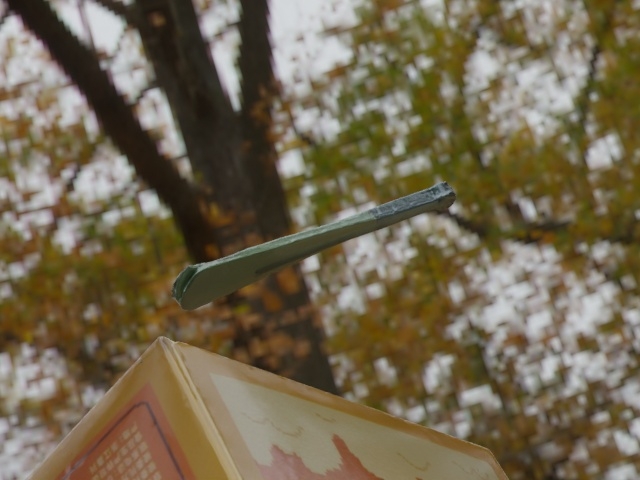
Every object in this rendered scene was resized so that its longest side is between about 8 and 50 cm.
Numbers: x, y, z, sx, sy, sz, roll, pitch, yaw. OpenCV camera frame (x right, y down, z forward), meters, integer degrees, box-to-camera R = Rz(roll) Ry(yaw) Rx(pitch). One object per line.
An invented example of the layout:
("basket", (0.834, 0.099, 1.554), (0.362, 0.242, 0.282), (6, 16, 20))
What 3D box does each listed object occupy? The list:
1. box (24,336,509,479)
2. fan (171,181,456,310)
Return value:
("box", (-0.039, 0.236, 0.875), (0.283, 0.214, 0.259), (-45, -42, 20))
("fan", (0.000, 0.000, 1.085), (0.193, 0.016, 0.038), (-21, -26, -25))
